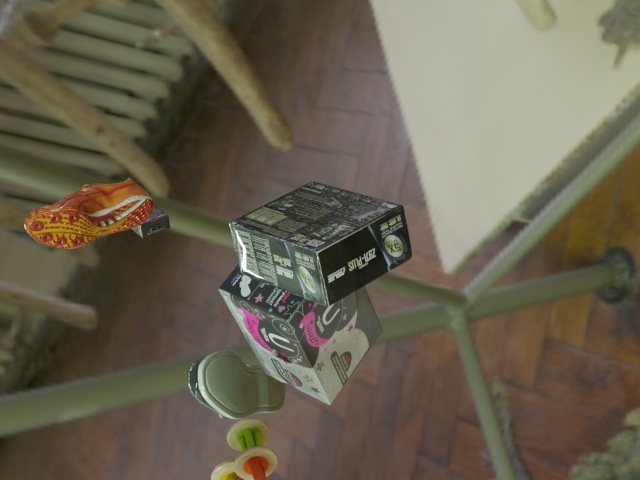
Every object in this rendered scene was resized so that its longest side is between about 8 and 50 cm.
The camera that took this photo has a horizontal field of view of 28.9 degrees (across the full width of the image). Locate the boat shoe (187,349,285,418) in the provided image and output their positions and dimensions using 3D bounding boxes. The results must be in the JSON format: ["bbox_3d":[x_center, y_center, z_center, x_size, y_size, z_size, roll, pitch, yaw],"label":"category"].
[{"bbox_3d":[-0.155,0.245,2.050,0.091,0.302,0.114,-6,74,21],"label":"boat shoe"}]

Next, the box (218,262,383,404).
[{"bbox_3d":[-0.024,0.111,1.902,0.142,0.247,0.163,21,62,32],"label":"box"}]

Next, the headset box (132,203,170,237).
[{"bbox_3d":[-0.335,-0.038,2.412,0.083,0.062,0.032,34,136,49],"label":"headset box"}]

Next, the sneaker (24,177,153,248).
[{"bbox_3d":[-0.292,-0.035,1.532,0.067,0.175,0.064,41,126,32],"label":"sneaker"}]

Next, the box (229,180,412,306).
[{"bbox_3d":[0.000,0.000,1.568,0.180,0.147,0.077,17,127,47],"label":"box"}]

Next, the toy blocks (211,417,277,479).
[{"bbox_3d":[-0.082,0.301,1.449,0.148,0.054,0.123,-111,36,-52],"label":"toy blocks"}]
